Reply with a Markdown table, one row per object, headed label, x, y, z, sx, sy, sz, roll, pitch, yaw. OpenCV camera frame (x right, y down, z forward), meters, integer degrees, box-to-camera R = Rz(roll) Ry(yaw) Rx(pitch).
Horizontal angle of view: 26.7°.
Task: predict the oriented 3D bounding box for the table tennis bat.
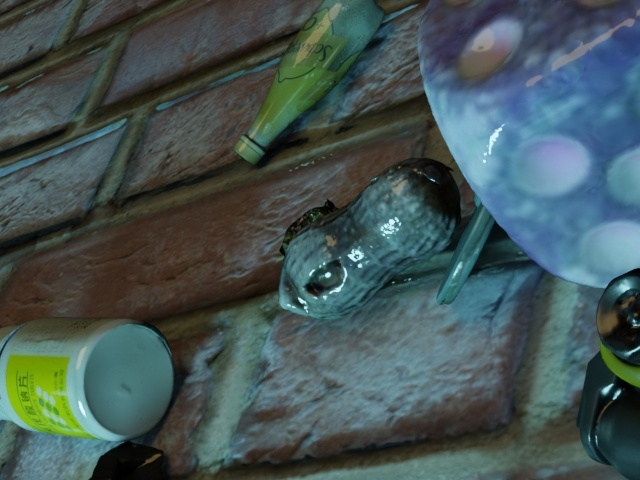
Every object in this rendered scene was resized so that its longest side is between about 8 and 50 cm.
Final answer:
| label | x | y | z | sx | sy | sz | roll | pitch | yaw |
| --- | --- | --- | --- | --- | --- | --- | --- | --- | --- |
| table tennis bat | 0.165 | -0.031 | 1.360 | 0.237 | 0.038 | 0.149 | -63 | -4 | -47 |

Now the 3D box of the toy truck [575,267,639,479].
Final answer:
| label | x | y | z | sx | sy | sz | roll | pitch | yaw |
| --- | --- | --- | --- | --- | --- | --- | --- | --- | --- |
| toy truck | 0.298 | 0.127 | 1.013 | 0.224 | 0.147 | 0.165 | 29 | 101 | 53 |

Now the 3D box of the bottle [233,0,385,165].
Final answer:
| label | x | y | z | sx | sy | sz | roll | pitch | yaw |
| --- | --- | --- | --- | --- | --- | --- | --- | --- | --- |
| bottle | -0.021 | -0.214 | 1.768 | 0.270 | 0.083 | 0.083 | -54 | 33 | -2 |

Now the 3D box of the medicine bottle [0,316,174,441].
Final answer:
| label | x | y | z | sx | sy | sz | roll | pitch | yaw |
| --- | --- | --- | --- | --- | --- | --- | --- | --- | --- |
| medicine bottle | -0.302 | 0.161 | 1.613 | 0.258 | 0.143 | 0.143 | -2 | 52 | 47 |

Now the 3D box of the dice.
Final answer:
| label | x | y | z | sx | sy | sz | roll | pitch | yaw |
| --- | --- | --- | --- | --- | --- | --- | --- | --- | --- |
| dice | 0.264 | -0.143 | 1.202 | 0.271 | 0.270 | 0.270 | -29 | 37 | 23 |

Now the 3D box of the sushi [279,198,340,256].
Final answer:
| label | x | y | z | sx | sy | sz | roll | pitch | yaw |
| --- | --- | --- | --- | --- | --- | --- | --- | --- | --- |
| sushi | 0.000 | 0.000 | 1.539 | 0.085 | 0.056 | 0.083 | -48 | 26 | -1 |

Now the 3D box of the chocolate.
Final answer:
| label | x | y | z | sx | sy | sz | roll | pitch | yaw |
| --- | --- | --- | --- | --- | --- | --- | --- | --- | --- |
| chocolate | 0.050 | 0.001 | 1.415 | 0.248 | 0.110 | 0.110 | -33 | 34 | 33 |

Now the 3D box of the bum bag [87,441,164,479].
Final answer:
| label | x | y | z | sx | sy | sz | roll | pitch | yaw |
| --- | --- | --- | --- | --- | --- | --- | --- | --- | --- |
| bum bag | -0.280 | 0.338 | 1.456 | 0.310 | 0.074 | 0.137 | -48 | 21 | -14 |

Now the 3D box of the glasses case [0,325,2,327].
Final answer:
| label | x | y | z | sx | sy | sz | roll | pitch | yaw |
| --- | --- | --- | --- | --- | --- | --- | --- | --- | --- |
| glasses case | -0.456 | 0.176 | 1.850 | 0.083 | 0.050 | 0.196 | -41 | 33 | 2 |
